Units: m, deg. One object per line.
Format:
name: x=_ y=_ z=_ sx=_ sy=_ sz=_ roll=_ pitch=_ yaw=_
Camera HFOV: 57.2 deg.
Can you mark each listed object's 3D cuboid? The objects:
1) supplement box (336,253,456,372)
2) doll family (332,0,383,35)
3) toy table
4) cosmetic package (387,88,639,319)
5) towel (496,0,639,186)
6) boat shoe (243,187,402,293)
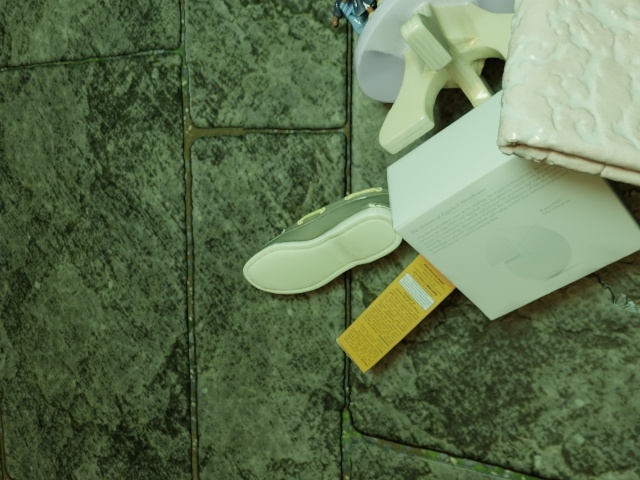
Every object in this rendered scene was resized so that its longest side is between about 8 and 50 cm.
supplement box: x=0.130 y=0.104 z=0.922 sx=0.080 sy=0.078 sz=0.233 roll=46 pitch=114 yaw=15
doll family: x=0.073 y=-0.397 z=0.882 sx=0.193 sy=0.076 sz=0.111 roll=-44 pitch=81 yaw=29
toy table: x=0.172 y=-0.241 z=0.758 sx=0.274 sy=0.252 sz=0.161 roll=-43 pitch=42 yaw=35
cosmetic package: x=0.241 y=-0.048 z=0.747 sx=0.224 sy=0.138 sz=0.224 roll=-33 pitch=125 yaw=27
towel: x=0.355 y=-0.201 z=0.611 sx=0.316 sy=0.053 sz=0.332 roll=14 pitch=66 yaw=2
boat shoe: x=0.003 y=0.003 z=0.968 sx=0.305 sy=0.091 sz=0.109 roll=-23 pitch=123 yaw=31
